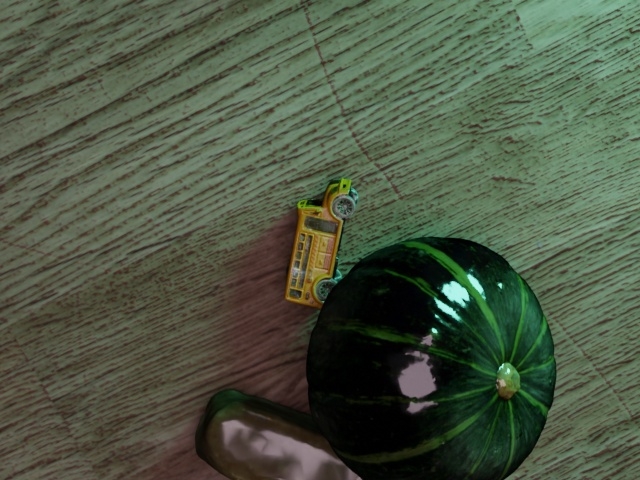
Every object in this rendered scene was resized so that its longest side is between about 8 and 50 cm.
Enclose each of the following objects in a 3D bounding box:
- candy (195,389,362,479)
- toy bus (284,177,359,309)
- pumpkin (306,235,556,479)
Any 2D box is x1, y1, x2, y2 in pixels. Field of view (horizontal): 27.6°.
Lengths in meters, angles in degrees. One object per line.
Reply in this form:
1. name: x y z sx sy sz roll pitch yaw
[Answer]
1. candy: -0.043 0.272 1.666 0.234 0.104 0.102 20 94 -10
2. toy bus: 0.000 0.000 1.630 0.074 0.069 0.162 11 103 2
3. pumpkin: 0.137 0.157 1.570 0.323 0.241 0.323 0 90 -35
